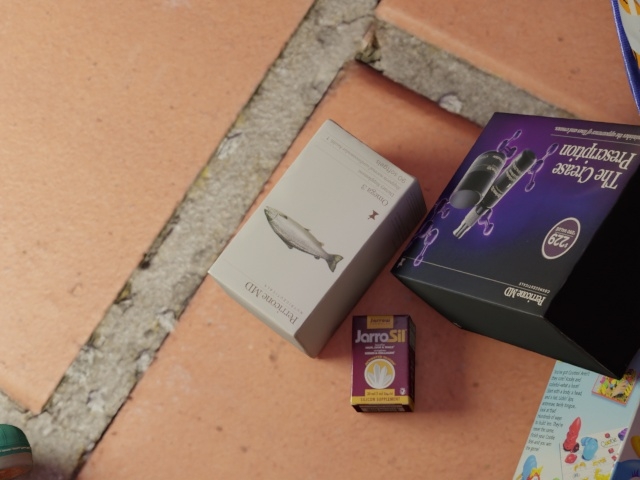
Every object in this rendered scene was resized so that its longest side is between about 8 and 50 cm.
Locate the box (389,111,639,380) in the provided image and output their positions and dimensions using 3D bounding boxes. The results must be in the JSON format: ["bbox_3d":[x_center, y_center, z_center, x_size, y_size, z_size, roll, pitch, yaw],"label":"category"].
[{"bbox_3d":[0.196,-0.004,1.450,0.103,0.261,0.184,35,81,-24],"label":"box"}]

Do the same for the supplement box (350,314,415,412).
[{"bbox_3d":[0.057,0.112,1.552,0.055,0.043,0.083,-2,73,10],"label":"supplement box"}]

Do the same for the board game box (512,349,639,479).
[{"bbox_3d":[0.262,0.191,1.420,0.142,0.144,0.275,27,78,-22],"label":"board game box"}]

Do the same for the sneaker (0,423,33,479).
[{"bbox_3d":[-0.411,0.174,1.574,0.302,0.108,0.121,-5,78,9],"label":"sneaker"}]

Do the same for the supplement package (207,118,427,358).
[{"bbox_3d":[0.000,0.000,1.560,0.105,0.105,0.179,35,83,16],"label":"supplement package"}]

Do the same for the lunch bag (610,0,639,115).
[{"bbox_3d":[0.415,-0.252,1.495,0.327,0.239,0.386,-14,95,3],"label":"lunch bag"}]
